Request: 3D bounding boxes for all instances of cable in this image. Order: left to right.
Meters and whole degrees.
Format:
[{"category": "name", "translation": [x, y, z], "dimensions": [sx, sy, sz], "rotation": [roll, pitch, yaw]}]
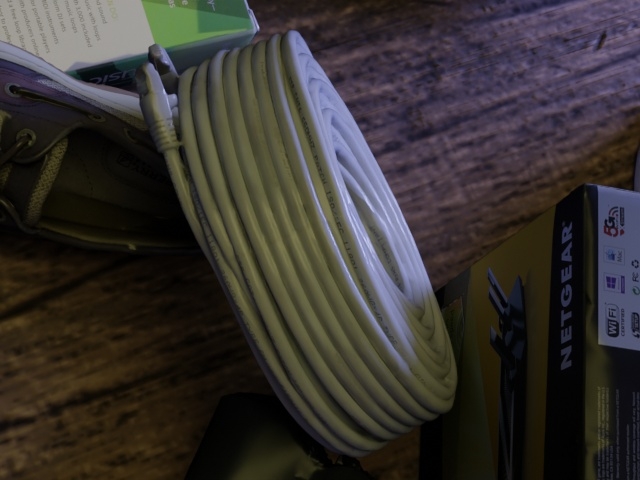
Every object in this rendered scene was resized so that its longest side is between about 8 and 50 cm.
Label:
[{"category": "cable", "translation": [0.000, 0.000, 0.971], "dimensions": [0.089, 0.257, 0.257], "rotation": [-25, 79, 10]}]

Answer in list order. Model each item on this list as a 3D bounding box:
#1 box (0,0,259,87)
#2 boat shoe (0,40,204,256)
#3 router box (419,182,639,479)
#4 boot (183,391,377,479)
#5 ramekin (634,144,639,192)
[{"category": "box", "translation": [-0.227, -0.196, 1.050], "dimensions": [0.322, 0.058, 0.232], "rotation": [-15, 81, -18]}, {"category": "boat shoe", "translation": [-0.176, -0.051, 0.976], "dimensions": [0.285, 0.103, 0.092], "rotation": [14, 25, -30]}, {"category": "router box", "translation": [0.136, 0.151, 0.969], "dimensions": [0.081, 0.243, 0.309], "rotation": [9, 69, -16]}, {"category": "boot", "translation": [-0.095, 0.177, 0.959], "dimensions": [0.246, 0.094, 0.207], "rotation": [31, 69, -14]}, {"category": "ramekin", "translation": [0.381, -0.034, 1.175], "dimensions": [0.277, 0.135, 0.277], "rotation": [6, 70, -17]}]
